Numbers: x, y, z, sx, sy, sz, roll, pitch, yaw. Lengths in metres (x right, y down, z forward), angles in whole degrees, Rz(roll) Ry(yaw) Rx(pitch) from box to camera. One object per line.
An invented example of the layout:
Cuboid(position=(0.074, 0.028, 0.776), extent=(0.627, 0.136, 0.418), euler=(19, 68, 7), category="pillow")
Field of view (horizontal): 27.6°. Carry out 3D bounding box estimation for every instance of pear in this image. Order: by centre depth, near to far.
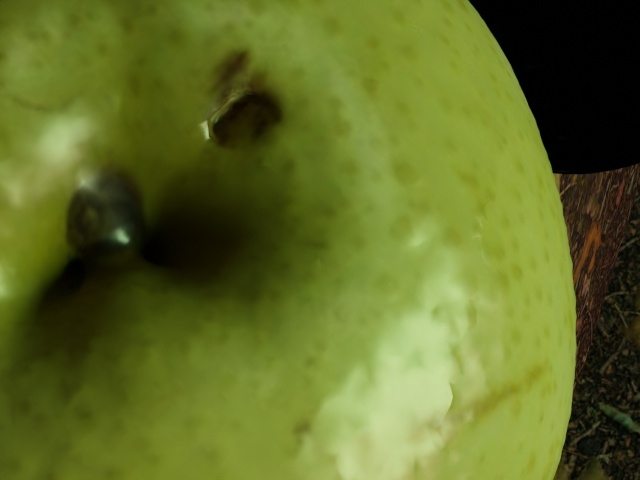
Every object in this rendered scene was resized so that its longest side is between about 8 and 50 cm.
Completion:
Cuboid(position=(-0.064, 0.028, 0.448), extent=(0.309, 0.309, 0.309), euler=(15, 90, -69), category="pear")

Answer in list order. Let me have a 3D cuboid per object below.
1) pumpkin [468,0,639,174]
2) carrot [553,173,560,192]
Cuboid(position=(0.082, -0.203, 0.580), extent=(0.266, 0.363, 0.363), euler=(-39, 155, -1), category="pumpkin")
Cuboid(position=(0.115, -0.049, 0.992), extent=(0.196, 0.196, 0.254), euler=(-7, 110, -68), category="carrot")
